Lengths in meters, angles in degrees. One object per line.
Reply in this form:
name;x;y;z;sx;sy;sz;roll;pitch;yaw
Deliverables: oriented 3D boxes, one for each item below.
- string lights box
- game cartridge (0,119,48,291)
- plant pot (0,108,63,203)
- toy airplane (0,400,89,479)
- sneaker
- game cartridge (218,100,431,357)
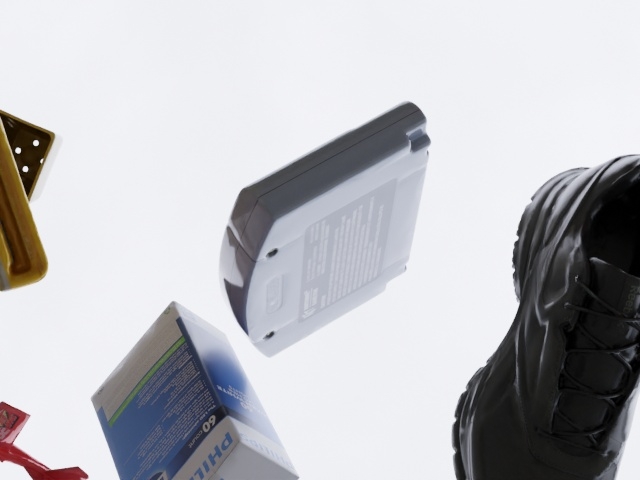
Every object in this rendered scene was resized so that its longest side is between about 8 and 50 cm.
string lights box;-0.122;0.179;1.538;0.133;0.077;0.260;-49;-149;9
game cartridge;-0.318;-0.096;1.482;0.052;0.323;0.285;-19;-85;-13
plant pot;-0.311;-0.087;1.722;0.081;0.083;0.081;23;-85;6
toy airplane;-0.245;0.169;1.324;0.151;0.028;0.151;15;-45;16
sneaker;0.162;0.071;1.058;0.130;0.109;0.286;139;-35;-69
game cartridge;0.000;0.000;1.542;0.198;0.297;0.062;-25;-113;-15
